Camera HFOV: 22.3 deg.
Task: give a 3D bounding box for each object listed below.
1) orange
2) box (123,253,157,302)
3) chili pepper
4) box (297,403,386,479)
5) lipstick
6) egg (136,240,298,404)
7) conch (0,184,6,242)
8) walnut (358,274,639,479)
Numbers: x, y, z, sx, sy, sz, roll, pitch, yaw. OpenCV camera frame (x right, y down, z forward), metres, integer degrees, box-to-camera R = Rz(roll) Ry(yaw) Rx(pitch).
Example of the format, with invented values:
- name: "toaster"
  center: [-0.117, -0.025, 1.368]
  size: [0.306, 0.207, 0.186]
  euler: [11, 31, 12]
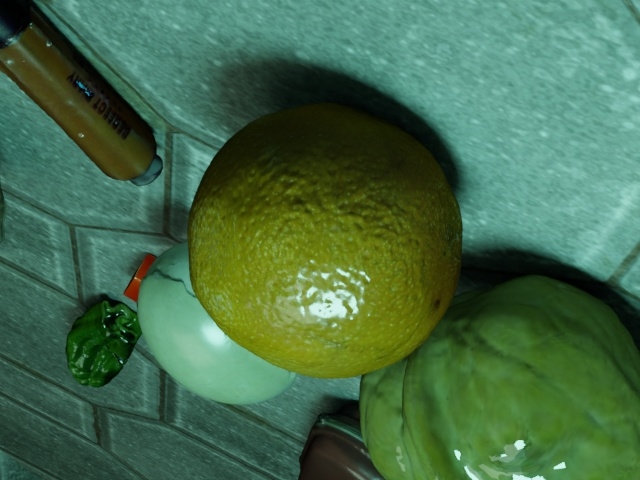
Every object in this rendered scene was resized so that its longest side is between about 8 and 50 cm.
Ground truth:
- name: "orange"
  center: [0.000, 0.000, 1.464]
  size: [0.264, 0.264, 0.264]
  euler: [25, 159, 10]
- name: "box"
  center: [-0.180, 0.082, 2.142]
  size: [0.152, 0.048, 0.100]
  euler: [33, 157, -5]
- name: "chili pepper"
  center: [-0.330, 0.151, 2.445]
  size: [0.099, 0.083, 0.253]
  euler: [29, 155, -5]
- name: "box"
  center: [0.087, 0.366, 2.342]
  size: [0.263, 0.108, 0.404]
  euler: [35, 160, 8]
- name: "lipstick"
  center: [-0.287, -0.185, 1.609]
  size: [0.077, 0.077, 0.418]
  euler: [11, 154, 39]
- name: "egg"
  center: [-0.117, 0.088, 1.876]
  size: [0.183, 0.183, 0.217]
  euler: [10, 161, 40]
- name: "conch"
  center: [-0.493, -0.103, 1.911]
  size: [0.297, 0.210, 0.352]
  euler: [26, -167, 1]
- name: "walnut"
  center: [0.190, 0.177, 1.588]
  size: [0.277, 0.253, 0.282]
  euler: [53, 163, -9]
